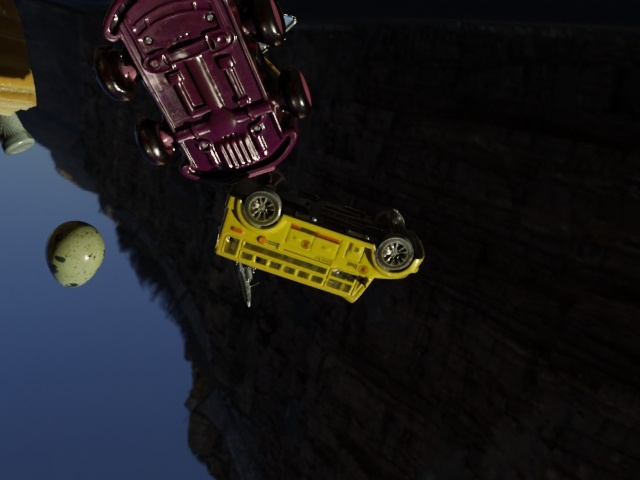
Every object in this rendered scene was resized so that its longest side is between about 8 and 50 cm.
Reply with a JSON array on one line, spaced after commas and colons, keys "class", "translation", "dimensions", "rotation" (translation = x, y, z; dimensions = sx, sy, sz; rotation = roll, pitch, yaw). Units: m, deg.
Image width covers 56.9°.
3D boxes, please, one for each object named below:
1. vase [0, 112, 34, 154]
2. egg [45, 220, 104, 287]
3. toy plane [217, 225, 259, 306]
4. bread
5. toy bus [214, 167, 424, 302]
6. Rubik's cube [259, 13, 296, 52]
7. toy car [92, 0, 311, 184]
[{"class": "vase", "translation": [-0.785, -0.318, 1.431], "dimensions": [0.096, 0.219, 0.096], "rotation": [-29, -174, 3]}, {"class": "egg", "translation": [-0.788, 0.046, 1.890], "dimensions": [0.177, 0.228, 0.177], "rotation": [17, -161, -6]}, {"class": "toy plane", "translation": [-0.196, 0.050, 1.532], "dimensions": [0.083, 0.233, 0.160], "rotation": [-27, 165, 12]}, {"class": "bread", "translation": [-0.701, -0.375, 1.132], "dimensions": [0.111, 0.239, 0.246], "rotation": [-12, 179, 29]}, {"class": "toy bus", "translation": [0.000, 0.000, 0.989], "dimensions": [0.331, 0.152, 0.144], "rotation": [19, -159, -5]}, {"class": "Rubik's cube", "translation": [-0.176, -0.524, 1.397], "dimensions": [0.235, 0.284, 0.249], "rotation": [-8, -132, -2]}, {"class": "toy car", "translation": [-0.171, -0.275, 0.906], "dimensions": [0.272, 0.340, 0.240], "rotation": [-16, -144, 6]}]
